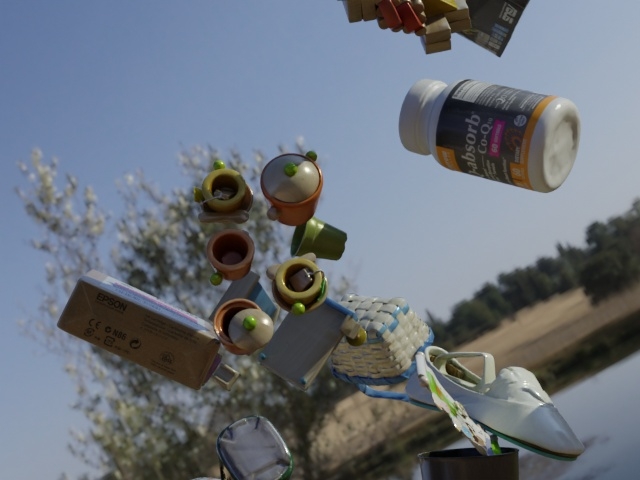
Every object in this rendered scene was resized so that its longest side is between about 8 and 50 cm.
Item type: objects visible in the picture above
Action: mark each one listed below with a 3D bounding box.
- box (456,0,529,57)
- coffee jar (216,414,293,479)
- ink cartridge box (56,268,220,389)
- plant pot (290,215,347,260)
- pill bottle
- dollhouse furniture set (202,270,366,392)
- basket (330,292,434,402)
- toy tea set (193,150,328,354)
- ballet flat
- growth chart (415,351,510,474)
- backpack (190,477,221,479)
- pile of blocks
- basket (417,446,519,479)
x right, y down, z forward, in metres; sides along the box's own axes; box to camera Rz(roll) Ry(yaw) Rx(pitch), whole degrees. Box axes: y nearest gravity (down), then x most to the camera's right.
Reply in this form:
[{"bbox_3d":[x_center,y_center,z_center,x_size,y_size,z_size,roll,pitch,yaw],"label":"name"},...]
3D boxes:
[{"bbox_3d":[0.276,-0.533,2.318,0.097,0.318,0.395,-62,-3,-3],"label":"box"},{"bbox_3d":[-0.081,0.296,1.403,0.079,0.096,0.184,-27,-27,-19],"label":"coffee jar"},{"bbox_3d":[-0.276,0.135,1.749,0.088,0.235,0.193,-65,8,0],"label":"ink cartridge box"},{"bbox_3d":[0.000,0.000,1.889,0.079,0.083,0.083,18,-26,-13],"label":"plant pot"},{"bbox_3d":[0.282,-0.185,1.901,0.279,0.162,0.162,17,20,33],"label":"pill bottle"},{"bbox_3d":[-0.083,0.249,2.415,0.286,0.303,0.198,-58,-24,-14],"label":"dollhouse furniture set"},{"bbox_3d":[0.152,0.267,2.613,0.255,0.288,0.201,3,36,39],"label":"basket"},{"bbox_3d":[-0.085,0.005,1.672,0.200,0.336,0.124,-6,-28,-3],"label":"toy tea set"},{"bbox_3d":[0.296,0.267,1.959,0.139,0.139,0.400,-24,22,-30],"label":"ballet flat"},{"bbox_3d":[0.221,0.276,1.781,0.021,0.237,0.172,-39,15,8],"label":"growth chart"},{"bbox_3d":[-0.211,0.525,1.897,0.263,0.213,0.277,-25,7,-38],"label":"backpack"},{"bbox_3d":[0.094,-0.381,1.686,0.362,0.112,0.149,14,-50,-27],"label":"pile of blocks"},{"bbox_3d":[0.246,0.451,1.799,0.154,0.226,0.204,-3,-8,-17],"label":"basket"}]
